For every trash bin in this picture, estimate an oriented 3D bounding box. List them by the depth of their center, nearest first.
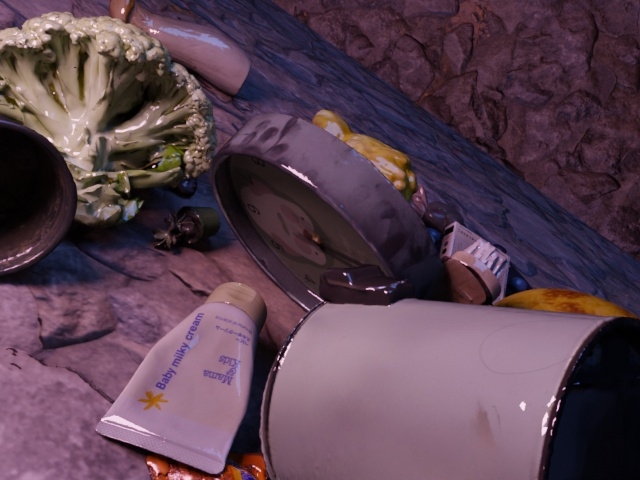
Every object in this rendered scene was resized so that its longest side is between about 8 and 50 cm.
[{"bbox_3d":[0.114,0.160,0.535,0.217,0.277,0.262,-10,6,-43],"label":"trash bin"}]

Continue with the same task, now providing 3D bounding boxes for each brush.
[{"bbox_3d":[0.146,0.074,0.804,0.065,0.327,0.070,-41,81,-22],"label":"brush"}]

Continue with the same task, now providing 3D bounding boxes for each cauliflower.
[{"bbox_3d":[-0.269,-0.125,0.783,0.272,0.275,0.250,49,37,-65],"label":"cauliflower"}]

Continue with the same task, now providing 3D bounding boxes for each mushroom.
[{"bbox_3d":[-0.293,-0.414,1.381,0.328,0.122,0.159,21,-9,-29],"label":"mushroom"}]

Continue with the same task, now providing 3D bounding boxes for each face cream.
[{"bbox_3d":[-0.113,0.125,0.637,0.114,0.070,0.224,18,28,4],"label":"face cream"}]

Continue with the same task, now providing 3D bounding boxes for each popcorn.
[{"bbox_3d":[0.019,-0.064,0.964,0.192,0.233,0.266,-8,73,-49],"label":"popcorn"}]

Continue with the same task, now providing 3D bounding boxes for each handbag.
[{"bbox_3d":[0.240,0.019,1.228,0.325,0.118,0.269,25,25,-25],"label":"handbag"}]

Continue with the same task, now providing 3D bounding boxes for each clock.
[{"bbox_3d":[0.000,-0.001,0.763,0.319,0.319,0.066,39,66,11],"label":"clock"}]

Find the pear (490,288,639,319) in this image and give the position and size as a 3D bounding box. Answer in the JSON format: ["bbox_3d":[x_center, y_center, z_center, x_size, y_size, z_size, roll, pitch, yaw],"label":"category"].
[{"bbox_3d":[0.296,0.188,0.797,0.280,0.281,0.281,28,25,-14],"label":"pear"}]

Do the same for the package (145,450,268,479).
[{"bbox_3d":[-0.088,0.206,0.554,0.110,0.033,0.077,12,41,-31],"label":"package"}]

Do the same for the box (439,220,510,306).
[{"bbox_3d":[0.235,0.098,1.043,0.129,0.033,0.247,32,55,-18],"label":"box"}]

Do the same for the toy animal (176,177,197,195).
[{"bbox_3d":[-0.220,-0.152,1.007,0.179,0.089,0.188,54,26,3],"label":"toy animal"}]

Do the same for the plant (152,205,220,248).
[{"bbox_3d":[-0.178,-0.018,0.840,0.051,0.051,0.102,43,30,19],"label":"plant"}]

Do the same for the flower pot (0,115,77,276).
[{"bbox_3d":[-0.325,-0.056,0.617,0.157,0.157,0.107,11,20,-41],"label":"flower pot"}]
